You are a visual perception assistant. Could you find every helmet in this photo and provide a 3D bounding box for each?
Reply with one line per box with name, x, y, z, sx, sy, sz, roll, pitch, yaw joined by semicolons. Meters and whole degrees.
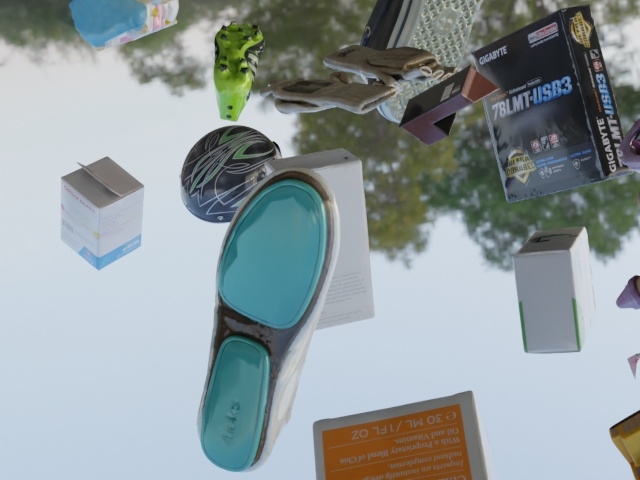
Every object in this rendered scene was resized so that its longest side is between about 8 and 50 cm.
helmet;-0.146;-0.107;1.832;0.169;0.169;0.161;-5;173;26

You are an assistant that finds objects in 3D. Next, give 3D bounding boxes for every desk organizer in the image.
desk organizer;0.159;-0.165;1.389;0.130;0.050;0.047;-24;-141;56

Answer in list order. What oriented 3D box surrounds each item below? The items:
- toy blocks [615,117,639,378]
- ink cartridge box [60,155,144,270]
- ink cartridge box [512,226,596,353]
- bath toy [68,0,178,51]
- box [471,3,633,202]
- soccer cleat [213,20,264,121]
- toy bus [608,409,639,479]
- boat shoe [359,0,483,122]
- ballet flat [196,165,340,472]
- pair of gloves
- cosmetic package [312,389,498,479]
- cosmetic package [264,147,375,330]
toy blocks;0.518;0.020;1.620;0.309;0.289;0.260;22;139;-34
ink cartridge box;-0.326;-0.048;1.672;0.092;0.143;0.090;37;-134;24
ink cartridge box;0.376;0.075;1.777;0.092;0.160;0.219;-5;-172;20
bath toy;-0.259;-0.350;1.558;0.151;0.129;0.348;-22;-168;2
box;0.398;-0.231;1.962;0.073;0.293;0.295;-16;-178;-25
soccer cleat;-0.103;-0.206;1.339;0.060;0.072;0.179;9;-146;-3
toy bus;0.697;0.481;2.173;0.108;0.333;0.130;-34;-162;18
boat shoe;0.188;-0.431;1.751;0.186;0.500;0.156;7;-154;-34
ballet flat;-0.054;0.085;1.304;0.139;0.400;0.139;12;-156;-6
pair of gloves;0.052;-0.217;1.544;0.204;0.042;0.240;11;-150;38
cosmetic package;0.128;0.436;1.397;0.230;0.161;0.453;-13;-129;10
cosmetic package;0.000;0.000;1.505;0.117;0.231;0.085;-11;-160;-15
